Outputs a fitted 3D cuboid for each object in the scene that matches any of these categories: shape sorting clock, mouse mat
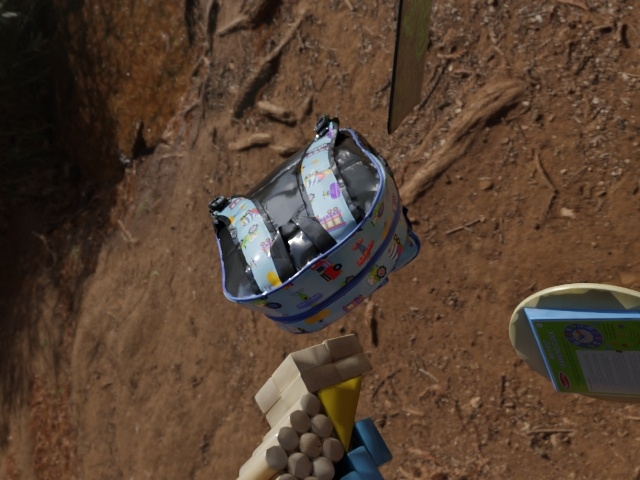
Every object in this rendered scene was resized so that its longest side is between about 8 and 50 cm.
[{"bbox_3d":[0.324,0.121,0.652,0.206,0.040,0.206,16,139,15],"label":"shape sorting clock"},{"bbox_3d":[0.076,-0.174,0.445,0.007,0.189,0.152,9,114,13],"label":"mouse mat"}]

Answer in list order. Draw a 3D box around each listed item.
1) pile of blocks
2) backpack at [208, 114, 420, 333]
[{"bbox_3d":[-0.027,0.239,0.455,0.149,0.362,0.112,33,130,-3],"label":"pile of blocks"},{"bbox_3d":[0.000,0.000,0.441,0.158,0.117,0.173,-36,26,6],"label":"backpack"}]
